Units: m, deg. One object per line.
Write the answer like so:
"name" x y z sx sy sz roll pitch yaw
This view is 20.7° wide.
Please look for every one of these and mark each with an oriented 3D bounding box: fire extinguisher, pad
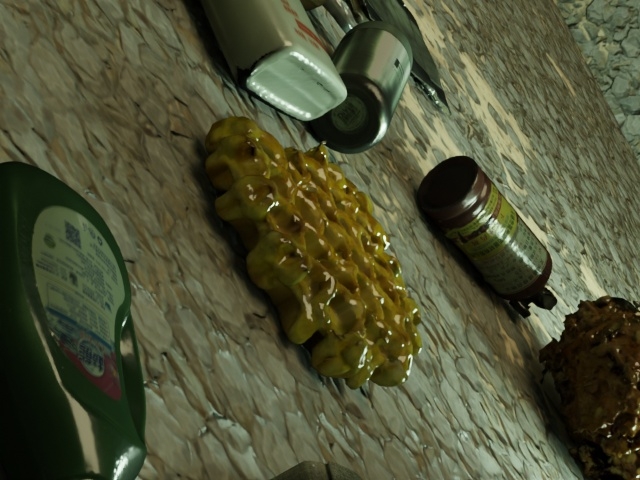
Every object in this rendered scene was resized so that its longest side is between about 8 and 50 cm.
"fire extinguisher" 0.196 0.003 1.871 0.252 0.075 0.106 46 22 -36
"pad" 0.082 -0.264 2.082 0.233 0.022 0.174 41 25 -48

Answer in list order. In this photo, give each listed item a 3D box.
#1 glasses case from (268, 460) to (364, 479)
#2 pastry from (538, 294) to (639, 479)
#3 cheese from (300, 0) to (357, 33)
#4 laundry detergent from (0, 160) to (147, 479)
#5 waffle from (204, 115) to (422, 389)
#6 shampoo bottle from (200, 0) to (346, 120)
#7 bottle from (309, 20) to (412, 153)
"glasses case" 0.024 0.235 1.069 0.071 0.047 0.205 38 28 -47
"pastry" 0.358 0.175 1.842 0.275 0.193 0.275 49 20 -25
"cheese" -0.017 -0.266 1.728 0.249 0.071 0.163 53 14 -36
"laundry detergent" -0.129 0.068 0.893 0.137 0.063 0.210 48 20 -50
"waffle" -0.001 0.001 1.369 0.249 0.056 0.253 57 19 -10
"shampoo bottle" -0.075 -0.249 1.541 0.153 0.071 0.284 23 41 -65
"bottle" 0.042 -0.147 1.697 0.253 0.080 0.096 -69 165 -68
